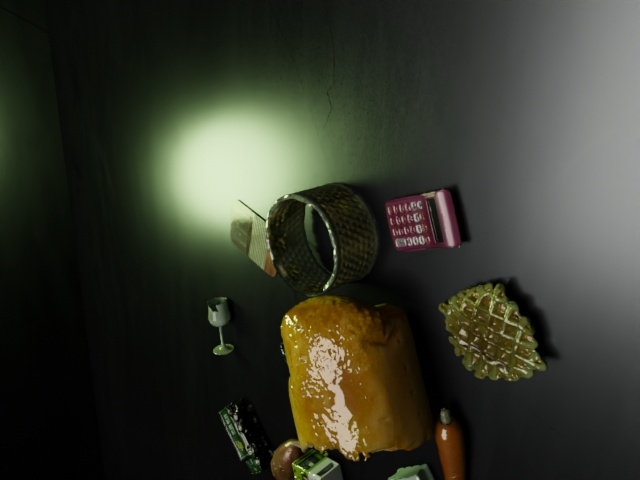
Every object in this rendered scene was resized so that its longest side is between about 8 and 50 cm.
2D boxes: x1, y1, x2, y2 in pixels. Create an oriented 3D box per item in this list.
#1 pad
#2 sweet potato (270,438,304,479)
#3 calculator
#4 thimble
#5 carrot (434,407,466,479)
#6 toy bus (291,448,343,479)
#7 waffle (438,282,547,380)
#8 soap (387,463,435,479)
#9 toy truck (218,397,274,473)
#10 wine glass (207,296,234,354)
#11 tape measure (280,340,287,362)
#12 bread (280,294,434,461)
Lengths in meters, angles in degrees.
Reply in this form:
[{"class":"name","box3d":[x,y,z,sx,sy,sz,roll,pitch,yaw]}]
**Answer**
[{"class":"pad","box3d":[-0.240,0.063,1.699,0.250,0.055,0.323,36,110,34]},{"class":"sweet potato","box3d":[-0.113,0.770,1.783,0.109,0.109,0.385,40,137,32]},{"class":"calculator","box3d":[0.221,-0.041,1.169,0.190,0.034,0.127,-7,99,55]},{"class":"thimble","box3d":[0.000,0.000,1.338,0.270,0.150,0.271,19,117,43]},{"class":"carrot","box3d":[0.315,0.537,1.259,0.069,0.069,0.336,6,114,47]},{"class":"toy bus","box3d":[0.010,0.810,1.655,0.139,0.113,0.302,0,106,48]},{"class":"waffle","box3d":[0.344,0.191,1.097,0.208,0.054,0.214,62,144,7]},{"class":"soap","box3d":[0.263,0.676,1.355,0.114,0.063,0.198,-38,76,46]},{"class":"toy truck","box3d":[-0.260,0.704,1.930,0.121,0.088,0.259,-47,67,44]},{"class":"wine glass","box3d":[-0.352,0.299,1.892,0.079,0.079,0.196,13,114,45]},{"class":"tape measure","box3d":[-0.083,0.331,1.624,0.094,0.054,0.091,55,139,28]},{"class":"bread","box3d":[0.050,0.322,1.277,0.361,0.250,0.394,-11,95,32]}]
